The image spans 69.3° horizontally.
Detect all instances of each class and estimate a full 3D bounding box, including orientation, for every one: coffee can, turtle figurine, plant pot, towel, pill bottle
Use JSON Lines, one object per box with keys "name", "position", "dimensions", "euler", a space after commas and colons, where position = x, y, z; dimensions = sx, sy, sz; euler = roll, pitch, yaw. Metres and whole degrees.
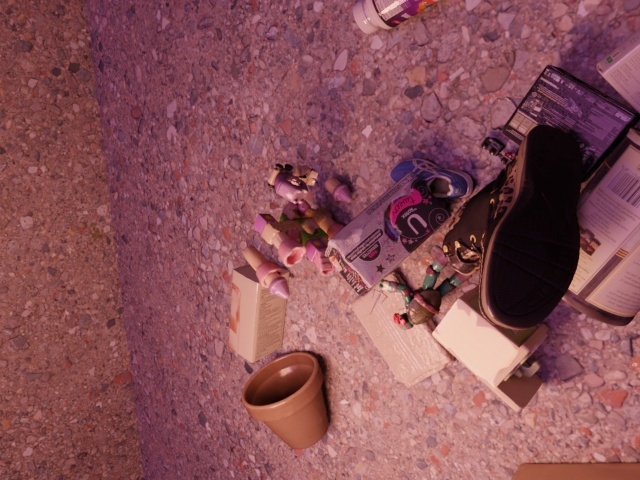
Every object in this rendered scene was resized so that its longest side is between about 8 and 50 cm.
{"name": "coffee can", "position": [0.528, -0.021, 0.789], "dimensions": [0.201, 0.201, 0.275], "euler": [43, 125, 25]}
{"name": "turtle figurine", "position": [0.238, 0.133, 1.090], "dimensions": [0.234, 0.175, 0.118], "euler": [-48, 38, 10]}
{"name": "plant pot", "position": [-0.083, 0.524, 1.475], "dimensions": [0.263, 0.263, 0.229], "euler": [-9, 114, 43]}
{"name": "towel", "position": [0.217, 0.239, 1.240], "dimensions": [0.187, 0.049, 0.282], "euler": [-45, 70, 38]}
{"name": "pill bottle", "position": [0.170, -0.544, 1.034], "dimensions": [0.193, 0.108, 0.108], "euler": [-13, 92, 43]}

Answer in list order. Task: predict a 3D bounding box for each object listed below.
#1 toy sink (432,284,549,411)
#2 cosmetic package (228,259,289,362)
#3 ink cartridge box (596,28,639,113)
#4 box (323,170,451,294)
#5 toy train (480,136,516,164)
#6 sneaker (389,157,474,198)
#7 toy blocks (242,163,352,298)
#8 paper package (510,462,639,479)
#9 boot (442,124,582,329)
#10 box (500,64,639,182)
{"name": "toy sink", "position": [0.394, 0.219, 1.005], "dimensions": [0.234, 0.153, 0.131], "euler": [43, 126, 26]}
{"name": "cosmetic package", "position": [-0.208, 0.231, 1.545], "dimensions": [0.129, 0.153, 0.296], "euler": [23, 114, 35]}
{"name": "ink cartridge box", "position": [0.584, -0.287, 0.707], "dimensions": [0.181, 0.056, 0.224], "euler": [35, 129, -16]}
{"name": "box", "position": [0.148, -0.010, 1.061], "dimensions": [0.142, 0.247, 0.163], "euler": [48, 168, 7]}
{"name": "toy train", "position": [0.408, -0.168, 0.977], "dimensions": [0.158, 0.027, 0.036], "euler": [47, 117, 24]}
{"name": "sneaker", "position": [0.248, -0.146, 1.086], "dimensions": [0.211, 0.081, 0.080], "euler": [17, 114, 39]}
{"name": "toy blocks", "position": [0.000, 0.000, 1.209], "dimensions": [0.260, 0.288, 0.309], "euler": [45, 125, 32]}
{"name": "paper package", "position": [0.499, 0.589, 0.890], "dimensions": [0.309, 0.325, 0.168], "euler": [-25, 85, 42]}
{"name": "boot", "position": [0.328, 0.006, 0.856], "dimensions": [0.138, 0.377, 0.284], "euler": [21, 157, -2]}
{"name": "box", "position": [0.467, -0.219, 0.875], "dimensions": [0.180, 0.077, 0.147], "euler": [45, 127, 25]}
